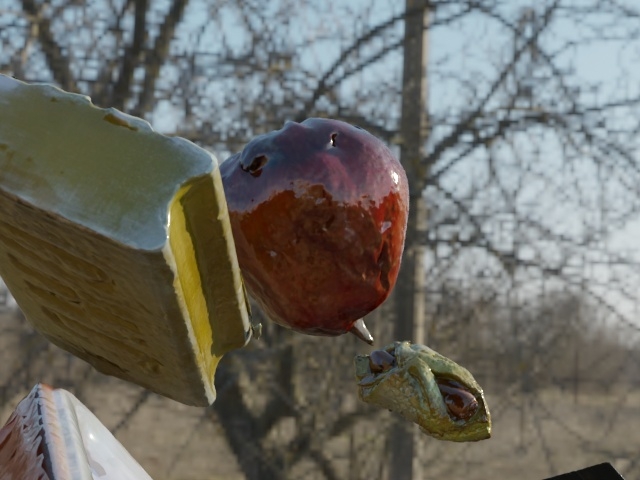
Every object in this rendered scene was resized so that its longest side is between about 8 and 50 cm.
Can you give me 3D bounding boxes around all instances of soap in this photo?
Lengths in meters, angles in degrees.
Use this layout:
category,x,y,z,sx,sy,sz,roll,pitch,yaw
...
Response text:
category,x,y,z,sx,sy,sz,roll,pitch,yaw
soap,-0.140,0.007,0.928,0.173,0.089,0.274,24,-23,14

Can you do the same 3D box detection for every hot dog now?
category,x,y,z,sx,sy,sz,roll,pitch,yaw
hot dog,0.087,0.129,1.280,0.169,0.078,0.061,20,-26,40

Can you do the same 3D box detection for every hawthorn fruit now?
category,x,y,z,sx,sy,sz,roll,pitch,yaw
hawthorn fruit,-0.008,-0.013,1.151,0.173,0.179,0.173,8,-7,1

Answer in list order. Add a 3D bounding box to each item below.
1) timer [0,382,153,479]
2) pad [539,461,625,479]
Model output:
category,x,y,z,sx,sy,sz,roll,pitch,yaw
timer,-0.010,0.188,0.356,0.250,0.161,0.257,35,-2,-16
pad,0.257,0.286,1.311,0.004,0.164,0.243,-42,3,-28
